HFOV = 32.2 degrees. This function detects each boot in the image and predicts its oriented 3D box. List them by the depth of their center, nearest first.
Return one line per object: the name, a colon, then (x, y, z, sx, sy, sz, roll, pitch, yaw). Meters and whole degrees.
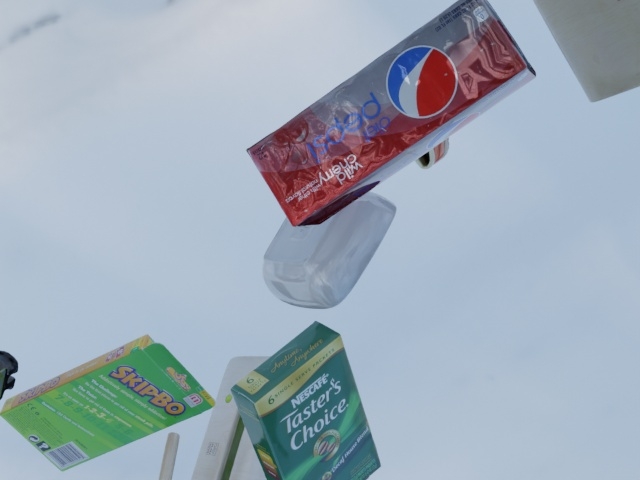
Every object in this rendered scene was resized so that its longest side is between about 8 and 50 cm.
boot: (0.176, -0.198, 1.854, 0.059, 0.084, 0.158, -1, 114, 28)

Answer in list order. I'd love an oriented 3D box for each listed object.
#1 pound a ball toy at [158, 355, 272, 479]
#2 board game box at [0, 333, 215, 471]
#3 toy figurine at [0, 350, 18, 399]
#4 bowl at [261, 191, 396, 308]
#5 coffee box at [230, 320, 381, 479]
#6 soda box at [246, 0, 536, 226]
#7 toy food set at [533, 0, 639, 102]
pound a ball toy: (-0.104, 0.306, 1.438, 0.135, 0.319, 0.208, -3, 150, 38)
board game box: (-0.264, 0.204, 1.387, 0.259, 0.039, 0.124, -24, 121, 25)
toy figurine: (-0.489, 0.141, 1.287, 0.209, 0.213, 0.148, -23, -172, 25)
bowl: (0.000, 0.000, 1.175, 0.053, 0.142, 0.142, 41, 71, -29)
coffee box: (-0.010, 0.180, 1.060, 0.113, 0.040, 0.184, -35, 128, -26)
soda box: (0.067, -0.118, 1.042, 0.263, 0.092, 0.083, -34, 173, 16)
toy food set: (0.365, -0.298, 1.252, 0.092, 0.220, 0.306, -35, -171, -30)
